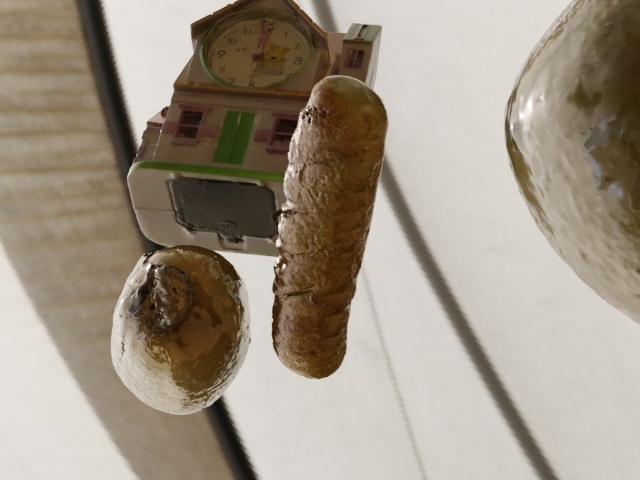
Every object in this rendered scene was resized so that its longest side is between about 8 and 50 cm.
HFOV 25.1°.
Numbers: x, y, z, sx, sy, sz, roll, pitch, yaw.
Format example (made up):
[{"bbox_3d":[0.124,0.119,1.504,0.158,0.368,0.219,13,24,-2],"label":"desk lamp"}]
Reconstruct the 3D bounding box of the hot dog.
[{"bbox_3d":[0.003,-0.001,1.190,0.061,0.087,0.286,-39,-39,-47],"label":"hot dog"}]

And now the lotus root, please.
[{"bbox_3d":[-0.131,0.086,1.385,0.303,0.130,0.146,116,177,-71],"label":"lotus root"}]

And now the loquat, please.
[{"bbox_3d":[0.248,-0.070,0.819,0.276,0.276,0.284,-61,-9,14],"label":"loquat"}]

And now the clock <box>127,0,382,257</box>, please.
[{"bbox_3d":[-0.060,-0.149,1.587,0.166,0.235,0.310,83,-165,-52],"label":"clock"}]
